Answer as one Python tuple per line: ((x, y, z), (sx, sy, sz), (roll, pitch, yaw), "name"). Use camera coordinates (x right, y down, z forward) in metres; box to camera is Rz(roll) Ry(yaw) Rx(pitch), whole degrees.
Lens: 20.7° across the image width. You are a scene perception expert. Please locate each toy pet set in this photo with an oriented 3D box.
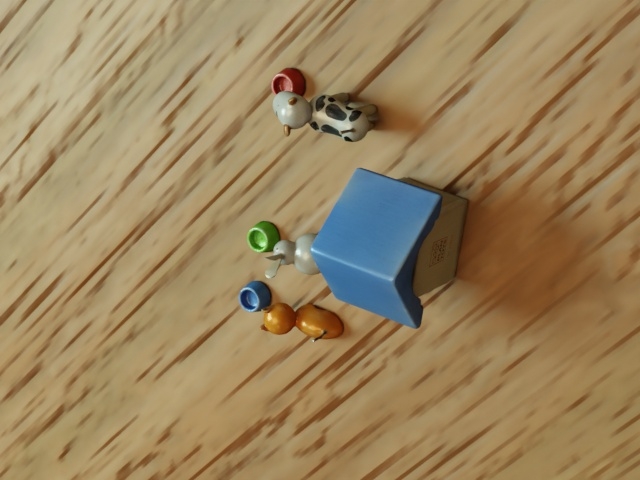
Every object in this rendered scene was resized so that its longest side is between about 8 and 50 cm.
((0.000, 0.000, 0.765), (0.114, 0.065, 0.122), (21, 115, 29), "toy pet set")
